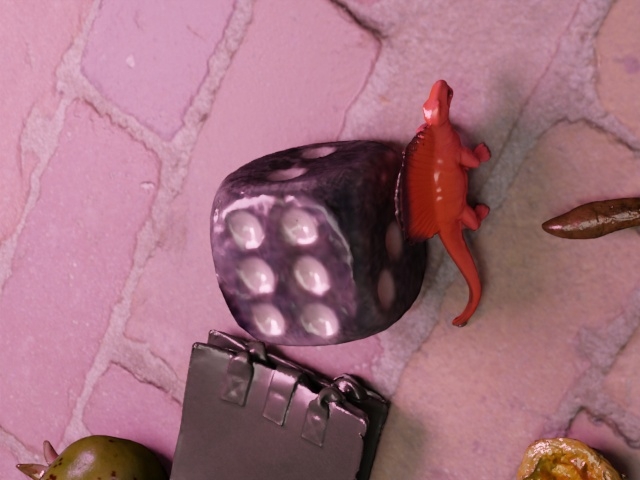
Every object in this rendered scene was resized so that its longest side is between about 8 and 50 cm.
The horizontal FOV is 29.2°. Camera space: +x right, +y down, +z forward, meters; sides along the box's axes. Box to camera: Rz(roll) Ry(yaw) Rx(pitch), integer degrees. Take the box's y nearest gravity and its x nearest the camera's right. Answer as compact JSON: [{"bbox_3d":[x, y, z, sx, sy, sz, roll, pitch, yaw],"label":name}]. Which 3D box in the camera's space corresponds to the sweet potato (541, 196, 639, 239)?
[{"bbox_3d":[0.295,-0.021,1.217,0.153,0.038,0.041,0,130,20],"label":"sweet potato"}]

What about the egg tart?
[{"bbox_3d":[0.275,0.266,1.323,0.130,0.052,0.130,11,112,27],"label":"egg tart"}]

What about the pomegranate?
[{"bbox_3d":[-0.303,0.335,1.611,0.224,0.181,0.182,16,116,46],"label":"pomegranate"}]

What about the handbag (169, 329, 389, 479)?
[{"bbox_3d":[-0.059,0.256,1.491,0.247,0.079,0.260,22,116,20],"label":"handbag"}]

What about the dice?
[{"bbox_3d":[0.000,0.000,1.303,0.181,0.183,0.182,-4,108,28],"label":"dice"}]

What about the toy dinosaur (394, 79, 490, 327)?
[{"bbox_3d":[0.118,-0.019,1.254,0.070,0.139,0.286,6,111,28],"label":"toy dinosaur"}]
